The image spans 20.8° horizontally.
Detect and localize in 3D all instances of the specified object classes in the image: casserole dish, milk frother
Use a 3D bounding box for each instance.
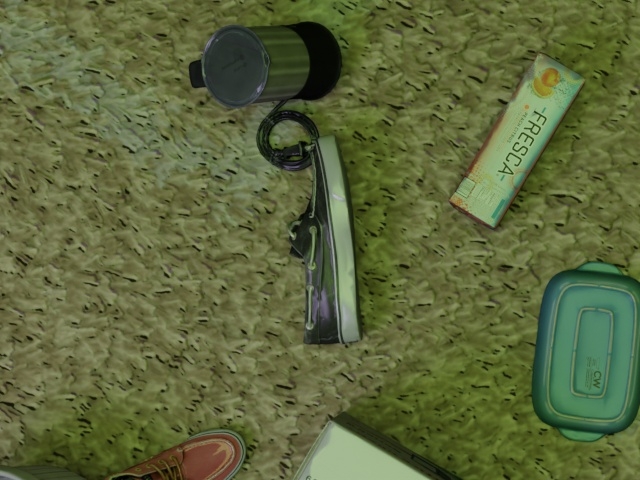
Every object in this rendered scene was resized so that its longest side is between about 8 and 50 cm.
[{"bbox_3d":[0.279,0.115,1.798,0.114,0.037,0.188,7,90,6],"label":"casserole dish"},{"bbox_3d":[-0.053,-0.145,1.791,0.129,0.135,0.143,-27,82,35],"label":"milk frother"}]

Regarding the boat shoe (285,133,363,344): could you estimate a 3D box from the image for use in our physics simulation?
[{"bbox_3d":[0.000,0.000,1.810,0.070,0.078,0.219,-5,89,4],"label":"boat shoe"}]

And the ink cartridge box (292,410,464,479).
[{"bbox_3d":[0.060,0.247,1.726,0.154,0.212,0.093,29,91,6],"label":"ink cartridge box"}]

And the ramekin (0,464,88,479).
[{"bbox_3d":[-0.291,0.323,1.754,0.207,0.109,0.207,2,93,32],"label":"ramekin"}]

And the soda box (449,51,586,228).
[{"bbox_3d":[0.203,-0.101,1.800,0.058,0.063,0.183,32,92,6],"label":"soda box"}]

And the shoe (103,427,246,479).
[{"bbox_3d":[-0.162,0.251,1.814,0.178,0.081,0.063,-26,86,4],"label":"shoe"}]
